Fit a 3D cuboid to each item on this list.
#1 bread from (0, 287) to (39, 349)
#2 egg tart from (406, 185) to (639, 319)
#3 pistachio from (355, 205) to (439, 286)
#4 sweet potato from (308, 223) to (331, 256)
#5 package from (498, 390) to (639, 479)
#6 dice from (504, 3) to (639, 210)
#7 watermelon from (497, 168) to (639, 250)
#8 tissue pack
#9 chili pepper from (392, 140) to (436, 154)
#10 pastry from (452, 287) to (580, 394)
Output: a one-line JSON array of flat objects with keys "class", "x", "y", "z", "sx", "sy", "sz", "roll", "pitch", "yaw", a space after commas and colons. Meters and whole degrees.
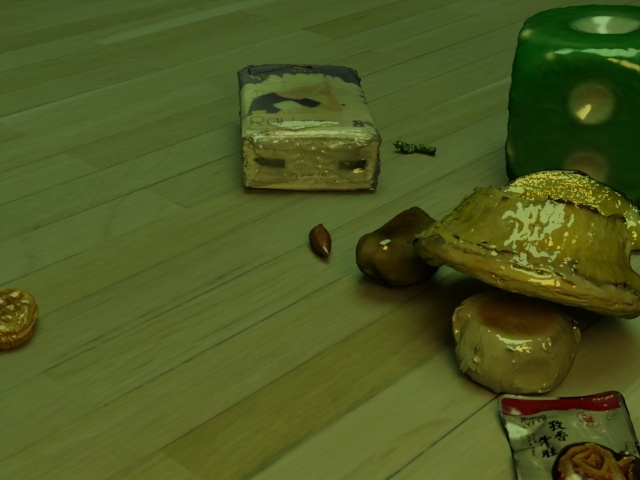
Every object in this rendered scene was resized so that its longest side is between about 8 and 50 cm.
[{"class": "bread", "x": -0.417, "y": 0.103, "z": 1.444, "sx": 0.083, "sy": 0.044, "sz": 0.110, "roll": 5, "pitch": 29, "yaw": -2}, {"class": "egg tart", "x": 0.289, "y": 0.008, "z": 1.464, "sx": 0.345, "sy": 0.132, "sz": 0.345, "roll": 14, "pitch": 1, "yaw": 0}, {"class": "pistachio", "x": 0.120, "y": 0.018, "z": 1.598, "sx": 0.110, "sy": 0.100, "sz": 0.189, "roll": 36, "pitch": 28, "yaw": 13}, {"class": "sweet potato", "x": 0.000, "y": 0.000, "z": 1.684, "sx": 0.034, "sy": 0.034, "sz": 0.095, "roll": -2, "pitch": 27, "yaw": -8}, {"class": "package", "x": 0.288, "y": 0.249, "z": 1.234, "sx": 0.154, "sy": 0.030, "sz": 0.239, "roll": 0, "pitch": 28, "yaw": 0}, {"class": "dice", "x": 0.479, "y": -0.231, "z": 1.884, "sx": 0.287, "sy": 0.300, "sz": 0.297, "roll": 6, "pitch": 29, "yaw": 14}, {"class": "watermelon", "x": 0.382, "y": -0.037, "z": 1.752, "sx": 0.301, "sy": 0.123, "sz": 0.129, "roll": 5, "pitch": 60, "yaw": 4}, {"class": "tissue pack", "x": -0.028, "y": -0.208, "z": 1.980, "sx": 0.242, "sy": 0.125, "sz": 0.343, "roll": 1, "pitch": 30, "yaw": -6}, {"class": "chili pepper", "x": 0.175, "y": -0.173, "z": 2.040, "sx": 0.083, "sy": 0.022, "sz": 0.027, "roll": 8, "pitch": 27, "yaw": 3}, {"class": "pastry", "x": 0.248, "y": 0.128, "z": 1.400, "sx": 0.166, "sy": 0.088, "sz": 0.166, "roll": 3, "pitch": 27, "yaw": -2}]
